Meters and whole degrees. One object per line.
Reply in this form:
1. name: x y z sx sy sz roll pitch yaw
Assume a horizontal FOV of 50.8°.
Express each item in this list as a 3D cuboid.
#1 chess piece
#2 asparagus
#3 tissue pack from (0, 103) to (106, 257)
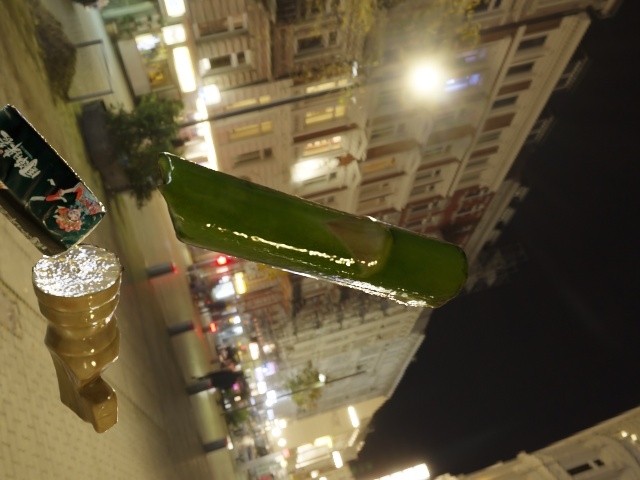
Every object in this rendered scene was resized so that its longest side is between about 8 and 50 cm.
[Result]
1. chess piece: -0.367 0.162 1.040 0.137 0.137 0.301 -117 -150 -52
2. asparagus: 0.000 0.002 0.499 0.067 0.277 0.060 6 -98 58
3. tissue pack: -0.348 -0.066 0.811 0.170 0.090 0.103 50 -29 -20
